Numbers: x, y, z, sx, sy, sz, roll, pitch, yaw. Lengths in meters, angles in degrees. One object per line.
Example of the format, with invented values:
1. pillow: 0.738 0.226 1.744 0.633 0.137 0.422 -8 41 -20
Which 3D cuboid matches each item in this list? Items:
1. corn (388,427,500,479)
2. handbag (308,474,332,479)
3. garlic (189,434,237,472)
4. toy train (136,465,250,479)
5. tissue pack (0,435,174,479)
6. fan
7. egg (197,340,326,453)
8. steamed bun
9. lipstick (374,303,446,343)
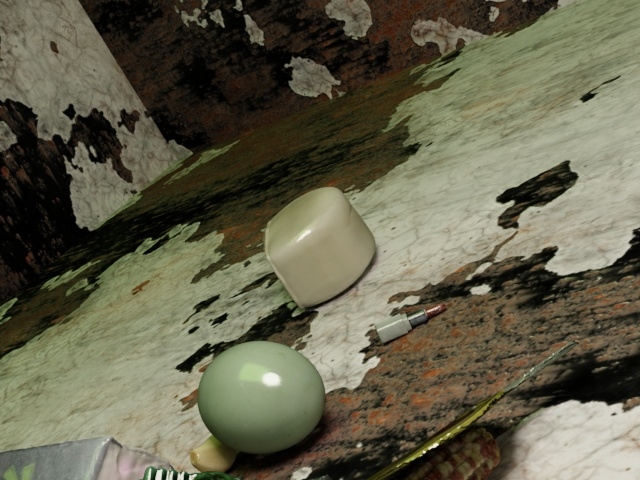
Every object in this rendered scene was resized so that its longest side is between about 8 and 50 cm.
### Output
1. corn: 0.086 0.274 1.114 0.237 0.079 0.079 -33 16 -22
2. handbag: -0.078 0.350 1.176 0.175 0.088 0.270 -16 20 19
3. garlic: -0.143 0.291 1.488 0.041 0.053 0.083 -19 3 36
4. toy train: -0.110 0.348 0.873 0.139 0.330 0.178 10 23 -9
5. tissue pack: -0.353 0.386 1.244 0.394 0.124 0.287 -17 56 41
6. fan: 0.142 0.200 1.174 0.335 0.011 0.229 -33 -10 -9
7. egg: -0.078 0.208 1.452 0.192 0.149 0.149 -12 25 45
8. steamed bun: 0.000 0.000 1.930 0.164 0.146 0.241 -32 16 11
9. lipstick: 0.132 0.115 1.583 0.107 0.025 0.025 -23 18 4
